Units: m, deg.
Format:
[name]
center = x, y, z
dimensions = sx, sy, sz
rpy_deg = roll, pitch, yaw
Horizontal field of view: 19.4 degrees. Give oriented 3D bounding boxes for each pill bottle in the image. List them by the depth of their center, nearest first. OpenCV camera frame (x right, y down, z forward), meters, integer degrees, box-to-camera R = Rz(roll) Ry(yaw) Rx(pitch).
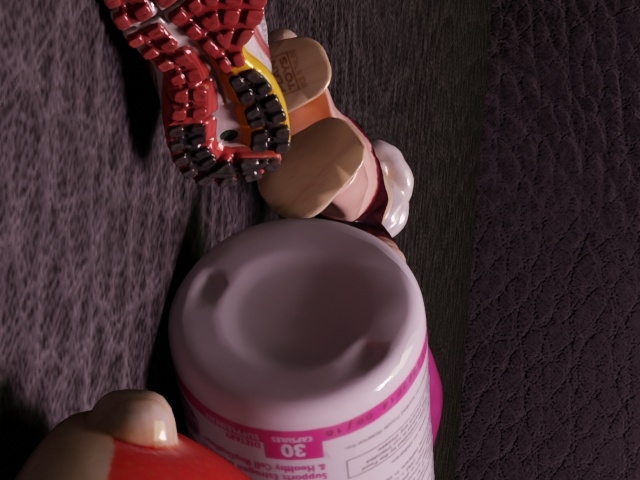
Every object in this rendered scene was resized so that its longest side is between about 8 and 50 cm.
[pill bottle]
center = -0.005, 0.134, 1.241
dimensions = 0.283, 0.160, 0.160
rpy_deg = 83, 15, -48

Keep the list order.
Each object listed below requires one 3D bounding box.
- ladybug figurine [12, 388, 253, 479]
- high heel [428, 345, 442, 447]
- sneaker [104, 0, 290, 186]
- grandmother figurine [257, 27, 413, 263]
[ladybug figurine]
center = -0.075, 0.293, 0.882
dimensions = 0.305, 0.162, 0.449
rpy_deg = -47, 140, -75
[high heel]
center = 0.049, 0.237, 1.675
dimensions = 0.377, 0.127, 0.181
rpy_deg = 89, 0, -46
[sneaker]
center = -0.073, -0.133, 1.019
dimensions = 0.225, 0.088, 0.092
rpy_deg = 84, -6, -48
[grandmother figurine]
center = 0.004, -0.058, 1.377
dimensions = 0.342, 0.104, 0.208
rpy_deg = 47, 28, -76
